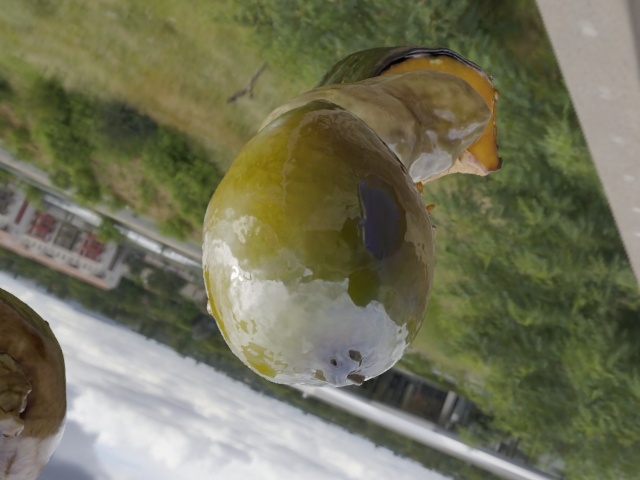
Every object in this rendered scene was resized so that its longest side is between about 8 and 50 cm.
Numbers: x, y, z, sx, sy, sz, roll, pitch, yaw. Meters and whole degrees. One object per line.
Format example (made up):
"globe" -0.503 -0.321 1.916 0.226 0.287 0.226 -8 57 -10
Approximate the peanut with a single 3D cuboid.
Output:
"peanut" 0.054 -0.098 0.843 0.253 0.122 0.137 -21 -167 -36

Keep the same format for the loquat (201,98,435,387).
"loquat" 0.000 0.000 0.562 0.152 0.195 0.152 -4 156 -2

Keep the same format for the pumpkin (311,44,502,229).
"pumpkin" 0.091 -0.146 1.265 0.225 0.303 0.256 -7 115 56

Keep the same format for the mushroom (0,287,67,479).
"mushroom" -0.398 0.168 1.022 0.195 0.264 0.283 -8 -169 -17
